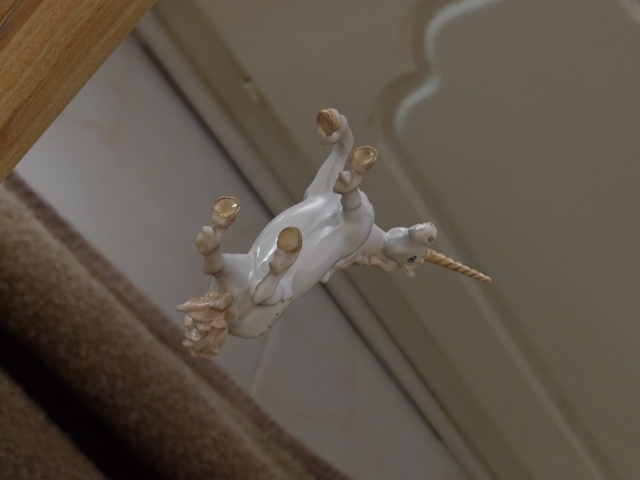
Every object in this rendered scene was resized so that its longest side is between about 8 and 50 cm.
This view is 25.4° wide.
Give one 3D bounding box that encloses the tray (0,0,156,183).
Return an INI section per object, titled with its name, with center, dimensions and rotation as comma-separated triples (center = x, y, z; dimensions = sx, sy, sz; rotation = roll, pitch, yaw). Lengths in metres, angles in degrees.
[tray]
center = -0.195, -0.174, 0.967
dimensions = 0.411, 0.076, 0.203
rotation = -48, 33, 9

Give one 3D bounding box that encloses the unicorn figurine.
[unicorn figurine]
center = 0.000, 0.000, 0.624
dimensions = 0.162, 0.111, 0.060
rotation = -25, 60, -18
